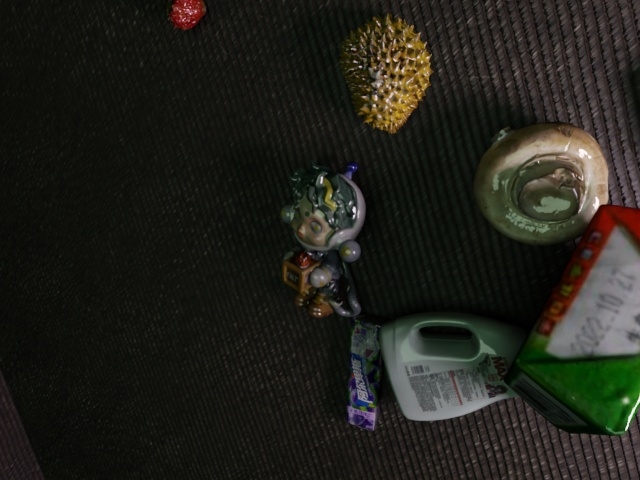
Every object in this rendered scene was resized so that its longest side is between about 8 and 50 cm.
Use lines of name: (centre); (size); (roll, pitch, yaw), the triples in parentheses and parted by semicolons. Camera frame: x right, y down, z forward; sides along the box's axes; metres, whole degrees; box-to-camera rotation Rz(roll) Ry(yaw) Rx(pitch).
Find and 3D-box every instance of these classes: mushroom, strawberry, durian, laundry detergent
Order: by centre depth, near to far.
mushroom: (0.421, -0.110, 0.852); (0.254, 0.184, 0.255); (11, 121, 19)
durian: (0.135, -0.366, 0.935); (0.183, 0.138, 0.250); (-18, 89, 33)
laundry detergent: (0.354, 0.270, 0.999); (0.397, 0.124, 0.264); (-16, 99, 23)
strawberry: (-0.340, -0.580, 1.096); (0.106, 0.106, 0.106); (5, 105, 21)

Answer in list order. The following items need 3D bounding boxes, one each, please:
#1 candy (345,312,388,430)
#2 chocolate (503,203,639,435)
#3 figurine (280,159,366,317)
candy: (0.119, 0.344, 1.145); (0.088, 0.061, 0.313); (8, 105, 22)
chocolate: (0.467, 0.148, 0.758); (0.161, 0.360, 0.341); (29, 79, 27)
figurine: (-0.004, -0.001, 1.050); (0.261, 0.186, 0.382); (23, 116, 27)
